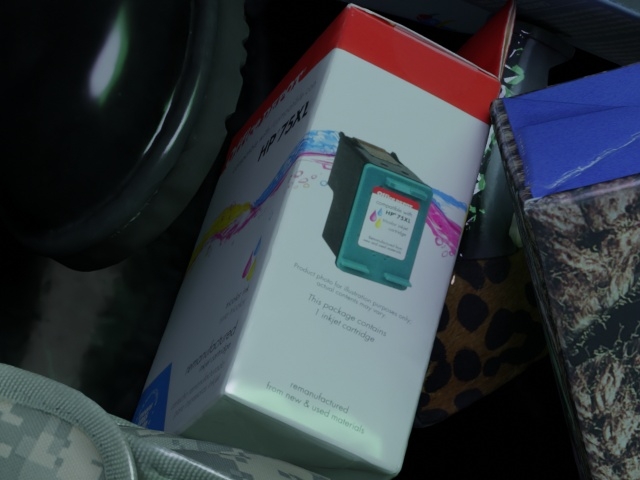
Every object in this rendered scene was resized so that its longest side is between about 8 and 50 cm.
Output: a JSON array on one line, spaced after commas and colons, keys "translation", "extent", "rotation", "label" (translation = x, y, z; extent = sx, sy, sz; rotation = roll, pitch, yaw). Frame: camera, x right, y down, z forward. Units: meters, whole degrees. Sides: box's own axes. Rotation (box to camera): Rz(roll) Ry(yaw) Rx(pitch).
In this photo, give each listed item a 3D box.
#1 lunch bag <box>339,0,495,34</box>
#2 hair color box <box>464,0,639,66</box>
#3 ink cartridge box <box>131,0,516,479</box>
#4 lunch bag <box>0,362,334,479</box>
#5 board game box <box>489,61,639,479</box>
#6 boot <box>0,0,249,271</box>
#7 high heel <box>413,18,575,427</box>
[{"translation": [0.039, -0.218, 0.914], "extent": [0.176, 0.090, 0.219], "rotation": [14, 61, -18], "label": "lunch bag"}, {"translation": [0.195, -0.162, 0.825], "extent": [0.374, 0.113, 0.185], "rotation": [19, 87, -18], "label": "hair color box"}, {"translation": [0.000, 0.000, 0.766], "extent": [0.078, 0.134, 0.231], "rotation": [26, 58, -14], "label": "ink cartridge box"}, {"translation": [-0.070, 0.177, 0.604], "extent": [0.287, 0.169, 0.235], "rotation": [21, 84, -5], "label": "lunch bag"}, {"translation": [0.213, 0.069, 0.708], "extent": [0.232, 0.141, 0.291], "rotation": [-14, 109, 6], "label": "board game box"}, {"translation": [-0.174, -0.169, 0.714], "extent": [0.260, 0.131, 0.348], "rotation": [22, 47, -44], "label": "boot"}, {"translation": [0.143, 0.029, 0.881], "extent": [0.261, 0.093, 0.186], "rotation": [24, 81, -30], "label": "high heel"}]
